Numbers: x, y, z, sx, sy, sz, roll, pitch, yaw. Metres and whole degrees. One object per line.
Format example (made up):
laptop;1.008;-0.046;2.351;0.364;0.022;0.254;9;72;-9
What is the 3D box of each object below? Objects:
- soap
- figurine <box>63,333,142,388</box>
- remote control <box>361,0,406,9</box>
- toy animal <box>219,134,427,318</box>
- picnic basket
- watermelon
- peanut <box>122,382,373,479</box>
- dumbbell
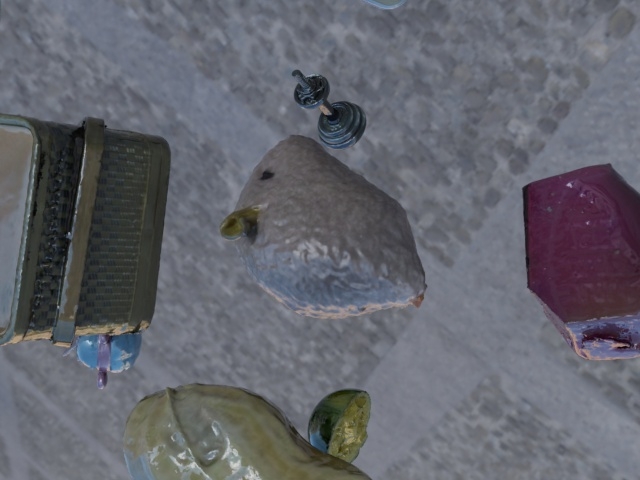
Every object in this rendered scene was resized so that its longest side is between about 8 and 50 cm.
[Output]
soap;0.429;0.035;1.572;0.220;0.325;0.127;-17;141;28
figurine;-0.335;0.088;1.570;0.260;0.103;0.205;-115;37;-50
remote control;0.042;-0.469;1.736;0.244;0.087;0.047;19;-173;-13
toy animal;0.004;0.004;1.471;0.358;0.226;0.188;38;162;37
picnic basket;-0.252;-0.020;0.768;0.266;0.165;0.139;9;-177;32
watermelon;0.019;0.227;1.249;0.062;0.105;0.105;22;147;28
peanut;-0.070;0.269;1.099;0.340;0.174;0.158;35;173;18
dumbbell;0.008;-0.272;2.038;0.110;0.110;0.254;24;170;33
